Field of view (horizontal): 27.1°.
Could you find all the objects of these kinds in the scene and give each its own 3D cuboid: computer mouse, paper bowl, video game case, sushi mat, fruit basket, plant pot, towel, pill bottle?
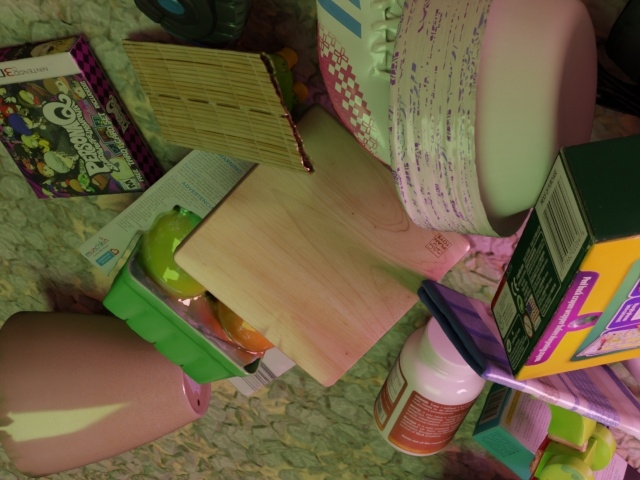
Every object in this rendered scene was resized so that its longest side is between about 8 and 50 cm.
[{"bbox_3d":[0.359,-0.201,1.305,0.188,0.072,0.272,22,139,8],"label":"computer mouse"},{"bbox_3d":[0.180,-0.144,1.300,0.148,0.284,0.284,7,135,24],"label":"paper bowl"},{"bbox_3d":[-0.347,-0.157,1.766,0.210,0.042,0.232,-2,131,32],"label":"video game case"},{"bbox_3d":[-0.123,-0.160,1.540,0.316,0.019,0.151,16,133,52],"label":"sushi mat"},{"bbox_3d":[-0.105,0.028,1.773,0.327,0.165,0.353,41,122,-16],"label":"fruit basket"},{"bbox_3d":[-0.315,0.216,2.009,0.274,0.256,0.256,-9,129,14],"label":"plant pot"},{"bbox_3d":[0.258,0.146,1.571,0.285,0.209,0.034,22,109,-29],"label":"towel"},{"bbox_3d":[0.154,0.189,1.784,0.121,0.121,0.216,26,140,3],"label":"pill bottle"}]

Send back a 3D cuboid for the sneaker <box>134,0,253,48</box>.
[{"bbox_3d":[-0.103,-0.312,1.421,0.125,0.139,0.341,28,159,-14],"label":"sneaker"}]

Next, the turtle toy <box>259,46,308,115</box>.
[{"bbox_3d":[-0.068,-0.168,1.572,0.066,0.095,0.130,23,144,40],"label":"turtle toy"}]

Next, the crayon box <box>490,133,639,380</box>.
[{"bbox_3d":[0.358,0.007,1.312,0.313,0.106,0.363,-11,156,-9],"label":"crayon box"}]

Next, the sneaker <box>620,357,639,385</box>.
[{"bbox_3d":[0.415,0.162,1.643,0.094,0.080,0.212,-10,108,56],"label":"sneaker"}]

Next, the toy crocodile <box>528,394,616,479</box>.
[{"bbox_3d":[0.306,0.334,1.712,0.105,0.115,0.340,16,122,24],"label":"toy crocodile"}]

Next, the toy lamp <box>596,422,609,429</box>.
[{"bbox_3d":[0.443,0.235,1.706,0.275,0.080,0.080,13,137,19],"label":"toy lamp"}]

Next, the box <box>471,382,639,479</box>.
[{"bbox_3d":[0.325,0.296,1.817,0.244,0.100,0.060,40,139,-13],"label":"box"}]

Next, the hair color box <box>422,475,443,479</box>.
[{"bbox_3d":[0.321,0.464,1.937,0.374,0.113,0.185,14,161,17],"label":"hair color box"}]

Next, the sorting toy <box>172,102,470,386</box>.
[{"bbox_3d":[0.000,0.000,1.620,0.257,0.089,0.255,41,103,-15],"label":"sorting toy"}]

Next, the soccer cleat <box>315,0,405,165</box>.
[{"bbox_3d":[0.058,-0.234,1.311,0.143,0.116,0.331,-8,101,60],"label":"soccer cleat"}]
